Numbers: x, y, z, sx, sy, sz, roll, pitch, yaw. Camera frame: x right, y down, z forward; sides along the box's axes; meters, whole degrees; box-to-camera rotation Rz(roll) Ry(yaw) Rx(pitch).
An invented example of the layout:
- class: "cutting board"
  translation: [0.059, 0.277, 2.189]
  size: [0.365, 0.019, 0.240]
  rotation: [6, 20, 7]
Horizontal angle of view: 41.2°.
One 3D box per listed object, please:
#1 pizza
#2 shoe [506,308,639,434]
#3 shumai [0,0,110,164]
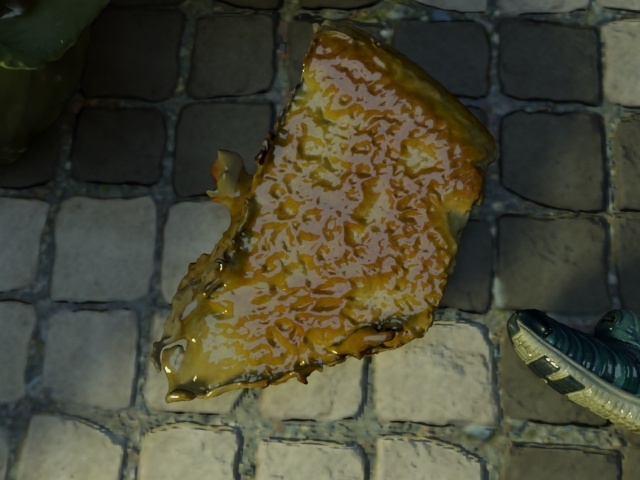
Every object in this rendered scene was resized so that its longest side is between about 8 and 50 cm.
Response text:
- class: "pizza"
  translation: [0.000, 0.000, 0.597]
  size: [0.189, 0.071, 0.297]
  rotation: [29, 79, 0]
- class: "shoe"
  translation: [0.192, 0.079, 0.560]
  size: [0.143, 0.064, 0.071]
  rotation: [25, 76, 9]
- class: "shumai"
  translation: [-0.292, -0.190, 0.514]
  size: [0.330, 0.288, 0.292]
  rotation: [24, 101, -14]
